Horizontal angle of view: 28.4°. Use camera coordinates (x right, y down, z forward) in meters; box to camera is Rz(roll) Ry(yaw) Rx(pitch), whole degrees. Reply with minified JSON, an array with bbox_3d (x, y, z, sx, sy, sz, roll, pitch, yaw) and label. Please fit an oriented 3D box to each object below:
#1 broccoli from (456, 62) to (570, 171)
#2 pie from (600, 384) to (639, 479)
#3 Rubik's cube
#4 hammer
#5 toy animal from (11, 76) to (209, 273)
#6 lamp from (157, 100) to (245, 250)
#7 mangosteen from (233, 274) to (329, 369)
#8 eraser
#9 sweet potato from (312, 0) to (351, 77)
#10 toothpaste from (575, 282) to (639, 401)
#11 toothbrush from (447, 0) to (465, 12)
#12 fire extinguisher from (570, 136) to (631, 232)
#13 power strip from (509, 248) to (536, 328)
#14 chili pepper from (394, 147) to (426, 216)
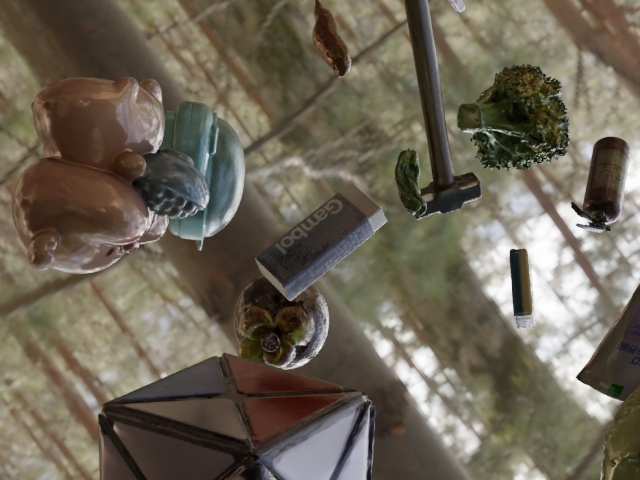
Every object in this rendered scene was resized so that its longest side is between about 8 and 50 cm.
[{"bbox_3d":[0.296,-0.190,2.037,0.194,0.220,0.194,-25,130,-33],"label":"broccoli"},{"bbox_3d":[0.347,0.291,1.095,0.180,0.395,0.418,-6,170,36],"label":"pie"},{"bbox_3d":[-0.122,0.371,1.880,0.307,0.310,0.305,12,-162,31],"label":"Rubik's cube"},{"bbox_3d":[0.162,-0.202,1.872,0.111,0.365,0.043,-19,-148,-11],"label":"hammer"},{"bbox_3d":[-0.273,-0.085,1.509,0.230,0.221,0.210,-29,177,11],"label":"toy animal"},{"bbox_3d":[-0.197,-0.116,2.029,0.147,0.209,0.284,-4,155,13],"label":"lamp"},{"bbox_3d":[-0.084,0.161,2.410,0.192,0.192,0.217,-36,180,21],"label":"mangosteen"},{"bbox_3d":[0.000,0.000,2.091,0.212,0.092,0.046,-39,139,-10],"label":"eraser"},{"bbox_3d":[0.012,-0.367,2.259,0.056,0.194,0.056,-12,151,-7],"label":"sweet potato"},{"bbox_3d":[0.351,0.032,1.266,0.075,0.048,0.301,11,113,-27],"label":"toothpaste"},{"bbox_3d":[0.116,-0.334,1.486,0.025,0.020,0.286,-47,150,8],"label":"toothbrush"},{"bbox_3d":[0.506,-0.096,2.306,0.071,0.099,0.231,-44,-162,48],"label":"fire extinguisher"},{"bbox_3d":[0.320,0.074,2.004,0.032,0.123,0.056,-6,151,12],"label":"power strip"},{"bbox_3d":[0.115,-0.076,1.627,0.030,0.091,0.034,-18,161,34],"label":"chili pepper"}]
